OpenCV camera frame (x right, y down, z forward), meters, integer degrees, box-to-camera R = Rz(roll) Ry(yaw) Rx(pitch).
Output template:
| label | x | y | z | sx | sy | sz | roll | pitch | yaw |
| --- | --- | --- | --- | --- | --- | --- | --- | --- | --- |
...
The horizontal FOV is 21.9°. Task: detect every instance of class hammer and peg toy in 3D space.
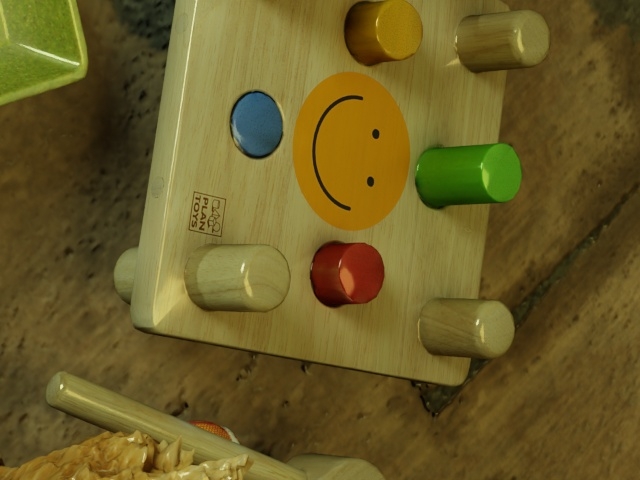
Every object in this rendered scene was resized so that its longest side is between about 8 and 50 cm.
| label | x | y | z | sx | sy | sz | roll | pitch | yaw |
| --- | --- | --- | --- | --- | --- | --- | --- | --- | --- |
| hammer and peg toy | 0.000 | 0.000 | 0.972 | 0.266 | 0.127 | 0.361 | 15 | 80 | -40 |

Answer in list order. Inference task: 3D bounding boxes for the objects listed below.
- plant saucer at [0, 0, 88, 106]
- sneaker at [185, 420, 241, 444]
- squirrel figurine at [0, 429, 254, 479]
| label | x | y | z | sx | sy | sz | roll | pitch | yaw |
| --- | --- | --- | --- | --- | --- | --- | --- | --- | --- |
| plant saucer | -0.218 | -0.150 | 0.828 | 0.188 | 0.045 | 0.188 | -26 | 112 | -43 |
| sneaker | -0.099 | 0.196 | 1.021 | 0.067 | 0.064 | 0.175 | 14 | 82 | -29 |
| squirrel figurine | -0.144 | 0.290 | 0.793 | 0.281 | 0.370 | 0.397 | -2 | 101 | -39 |
